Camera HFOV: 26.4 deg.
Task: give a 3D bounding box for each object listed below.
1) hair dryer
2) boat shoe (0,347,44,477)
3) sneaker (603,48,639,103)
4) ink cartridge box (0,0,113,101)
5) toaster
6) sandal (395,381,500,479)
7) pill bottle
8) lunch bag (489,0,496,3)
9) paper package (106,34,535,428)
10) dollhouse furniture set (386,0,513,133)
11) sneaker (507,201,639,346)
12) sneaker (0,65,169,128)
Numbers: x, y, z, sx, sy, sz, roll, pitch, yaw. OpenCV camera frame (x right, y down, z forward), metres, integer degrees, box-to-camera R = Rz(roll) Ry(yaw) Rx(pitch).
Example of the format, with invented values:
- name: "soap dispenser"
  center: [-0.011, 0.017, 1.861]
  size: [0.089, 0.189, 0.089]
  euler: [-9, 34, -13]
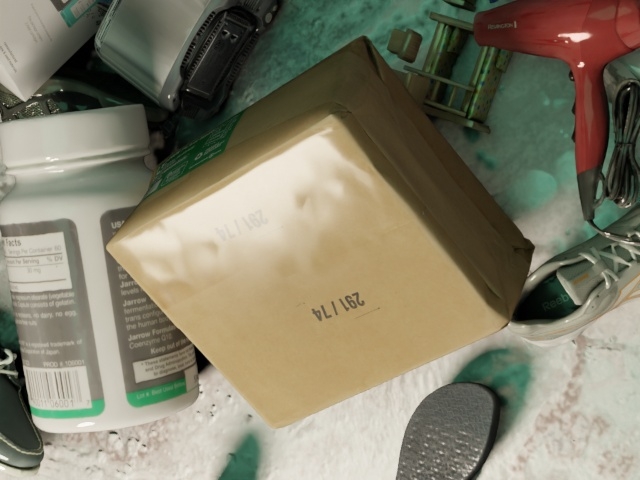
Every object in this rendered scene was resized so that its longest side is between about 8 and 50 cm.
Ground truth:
- name: "hair dryer"
  center: [0.271, -0.156, 1.374]
  size: [0.293, 0.080, 0.223]
  euler: [44, 106, 23]
- name: "boat shoe"
  center: [-0.448, 0.165, 1.755]
  size: [0.099, 0.116, 0.319]
  euler: [-50, 65, 17]
- name: "sneaker"
  center: [0.372, -0.165, 1.432]
  size: [0.235, 0.090, 0.095]
  euler: [39, 85, 20]
- name: "ink cartridge box"
  center: [-0.353, -0.356, 1.639]
  size: [0.198, 0.197, 0.270]
  euler: [37, 76, 21]
- name: "toaster"
  center: [-0.169, -0.250, 1.642]
  size: [0.146, 0.129, 0.227]
  euler: [35, 101, 25]
- name: "sandal"
  center: [0.131, 0.266, 1.536]
  size: [0.097, 0.054, 0.254]
  euler: [32, 110, 29]
- name: "pill bottle"
  center: [-0.264, 0.029, 1.600]
  size: [0.204, 0.204, 0.361]
  euler: [-5, 96, 24]
- name: "lunch bag"
  center: [0.248, -0.367, 1.345]
  size: [0.221, 0.293, 0.138]
  euler: [-17, 81, 8]
- name: "paper package"
  center: [0.000, 0.000, 1.440]
  size: [0.325, 0.168, 0.309]
  euler: [-28, 111, 31]
- name: "dollhouse furniture set"
  center: [0.151, -0.221, 1.479]
  size: [0.101, 0.161, 0.181]
  euler: [21, 97, 23]
- name: "sneaker"
  center: [0.303, 0.031, 1.424]
  size: [0.262, 0.121, 0.099]
  euler: [-38, 75, 18]
- name: "sneaker"
  center: [-0.301, -0.148, 1.724]
  size: [0.228, 0.087, 0.130]
  euler: [9, 114, 8]
